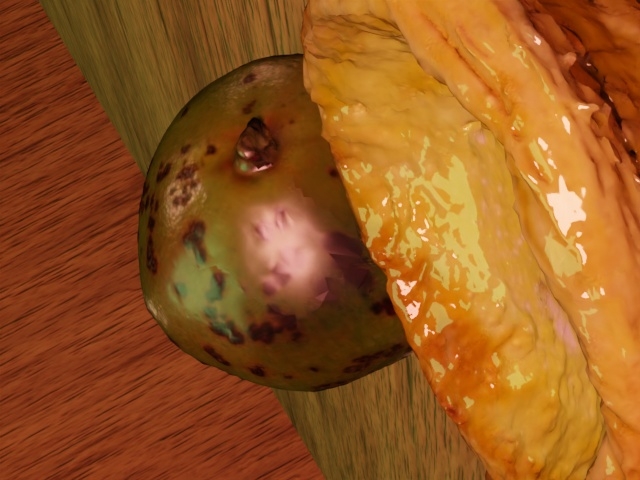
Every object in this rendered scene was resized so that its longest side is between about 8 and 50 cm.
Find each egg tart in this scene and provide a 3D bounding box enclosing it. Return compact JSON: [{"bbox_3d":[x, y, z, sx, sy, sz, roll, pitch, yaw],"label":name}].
[{"bbox_3d":[0.093,-0.013,0.593,0.294,0.123,0.294,61,169,21],"label":"egg tart"}]

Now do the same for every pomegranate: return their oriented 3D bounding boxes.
[{"bbox_3d":[0.000,0.000,0.896,0.211,0.211,0.263,55,-175,32],"label":"pomegranate"}]

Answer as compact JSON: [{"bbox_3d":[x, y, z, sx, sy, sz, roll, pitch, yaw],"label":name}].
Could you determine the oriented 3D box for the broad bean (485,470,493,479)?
[{"bbox_3d":[0.168,0.208,0.827,0.122,0.156,0.229,-16,98,37],"label":"broad bean"}]
